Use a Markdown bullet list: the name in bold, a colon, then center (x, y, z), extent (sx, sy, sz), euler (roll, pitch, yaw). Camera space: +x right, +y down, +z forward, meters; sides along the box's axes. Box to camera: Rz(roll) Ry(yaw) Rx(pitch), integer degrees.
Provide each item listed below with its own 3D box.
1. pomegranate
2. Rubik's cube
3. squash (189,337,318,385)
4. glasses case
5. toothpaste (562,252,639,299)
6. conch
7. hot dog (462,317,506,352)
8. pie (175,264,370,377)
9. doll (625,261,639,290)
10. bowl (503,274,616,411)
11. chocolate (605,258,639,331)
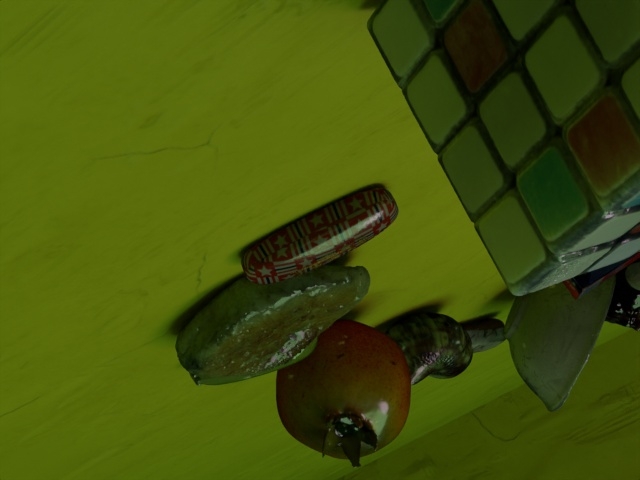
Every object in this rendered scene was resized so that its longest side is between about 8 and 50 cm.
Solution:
- **pomegranate**: center (0.041, 0.243, 1.724), extent (0.220, 0.257, 0.221), euler (-3, 123, -4)
- **Rubik's cube**: center (0.231, -0.146, 0.790), extent (0.256, 0.259, 0.253), euler (-14, 158, -31)
- **squash**: center (-0.097, 0.169, 1.629), extent (0.201, 0.066, 0.066), euler (-20, 163, -4)
- **glasses case**: center (0.000, 0.000, 1.270), extent (0.194, 0.049, 0.073), euler (-27, 163, 8)
- **toothpaste**: center (0.518, -0.025, 1.762), extent (0.320, 0.076, 0.066), euler (-31, 163, -11)
- **conch**: center (0.181, 0.192, 1.989), extent (0.187, 0.124, 0.181), euler (-4, 177, 14)
- **hot dog**: center (0.310, 0.205, 2.298), extent (0.191, 0.059, 0.108), euler (-5, 153, -41)
- **pie**: center (-0.061, 0.097, 1.458), extent (0.277, 0.079, 0.277), euler (-25, 160, -10)
- **doll**: center (0.688, 0.003, 1.960), extent (0.258, 0.228, 0.154), euler (-36, 135, -36)
- **bowl**: center (0.442, 0.164, 2.138), extent (0.313, 0.146, 0.313), euler (22, 90, -86)
- **chocolate**: center (0.654, 0.108, 2.122), extent (0.206, 0.177, 0.224), euler (-56, 176, -27)
